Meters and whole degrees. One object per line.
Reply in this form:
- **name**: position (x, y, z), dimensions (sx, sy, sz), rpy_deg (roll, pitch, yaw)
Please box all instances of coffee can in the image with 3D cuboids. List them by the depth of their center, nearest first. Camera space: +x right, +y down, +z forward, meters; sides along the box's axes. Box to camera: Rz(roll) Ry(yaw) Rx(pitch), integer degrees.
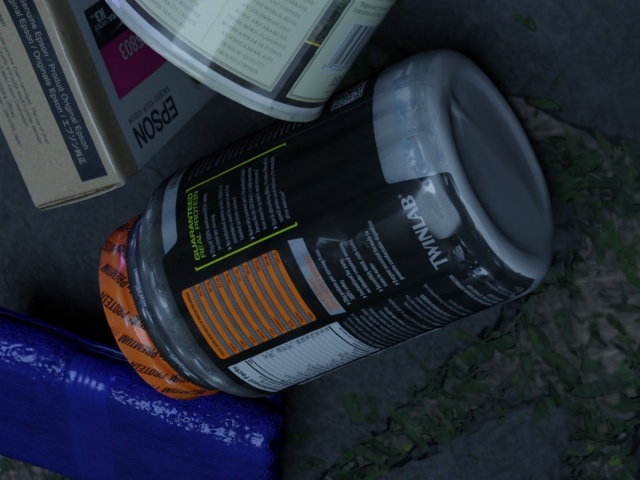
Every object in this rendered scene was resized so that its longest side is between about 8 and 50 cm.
- **coffee can**: position (-0.009, -0.253, 1.191), dimensions (0.201, 0.201, 0.275), rpy_deg (35, 109, -1)

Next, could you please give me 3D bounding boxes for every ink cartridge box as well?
- **ink cartridge box**: position (-0.177, -0.162, 1.299), dimensions (0.088, 0.234, 0.193), rpy_deg (-14, 110, 25)

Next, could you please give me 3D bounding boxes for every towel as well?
- **towel**: position (-0.177, 0.166, 1.531), dimensions (0.308, 0.076, 0.227), rpy_deg (18, 148, 9)

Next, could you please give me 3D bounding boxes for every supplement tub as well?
- **supplement tub**: position (0.000, 0.000, 1.337), dimensions (0.338, 0.207, 0.207), rpy_deg (-23, 106, 27)
